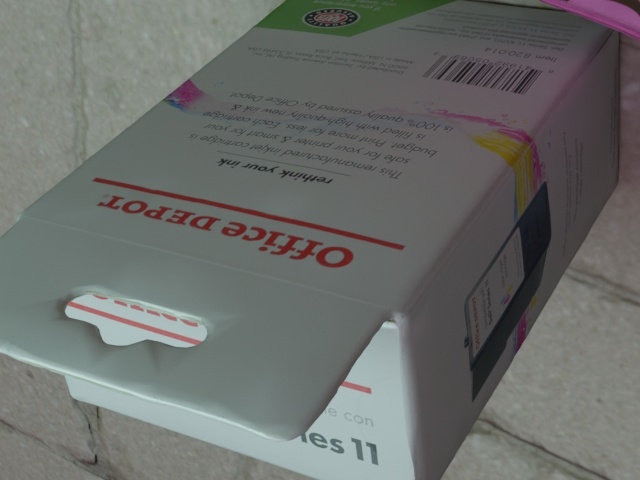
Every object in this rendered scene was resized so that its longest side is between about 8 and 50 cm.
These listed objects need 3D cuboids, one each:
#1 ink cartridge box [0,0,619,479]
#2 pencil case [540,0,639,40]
[{"bbox_3d":[0.000,0.000,0.593,0.207,0.353,0.119,13,130,28],"label":"ink cartridge box"},{"bbox_3d":[0.149,-0.143,0.568,0.209,0.095,0.098,26,100,19],"label":"pencil case"}]
